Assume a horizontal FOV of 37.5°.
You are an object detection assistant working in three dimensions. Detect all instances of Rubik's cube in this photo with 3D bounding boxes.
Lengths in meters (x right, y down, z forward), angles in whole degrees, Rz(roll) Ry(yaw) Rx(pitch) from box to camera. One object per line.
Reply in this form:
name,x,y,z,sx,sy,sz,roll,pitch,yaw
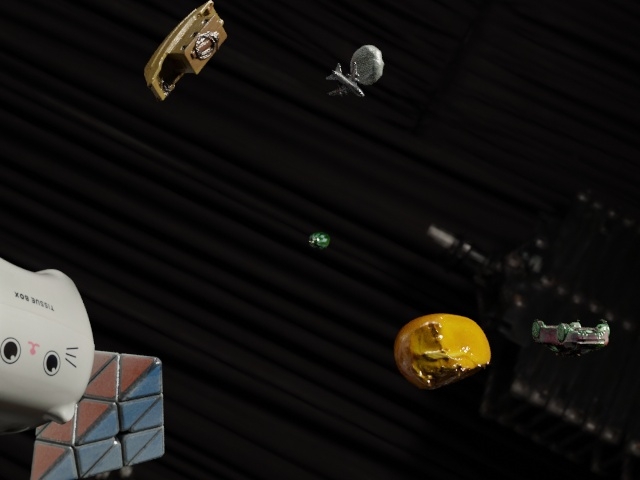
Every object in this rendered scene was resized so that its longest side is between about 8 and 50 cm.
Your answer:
Rubik's cube,-0.410,0.318,1.750,0.228,0.234,0.228,-174,-96,-82

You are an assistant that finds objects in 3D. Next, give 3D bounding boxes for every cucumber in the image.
cucumber,0.000,0.000,1.935,0.039,0.039,0.168,-62,176,4

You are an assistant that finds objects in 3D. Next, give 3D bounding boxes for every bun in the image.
bun,0.097,-0.357,1.928,0.045,0.083,0.083,5,120,-46

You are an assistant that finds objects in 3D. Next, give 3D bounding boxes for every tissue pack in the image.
tissue pack,-0.481,0.147,1.304,0.230,0.235,0.333,-26,150,19

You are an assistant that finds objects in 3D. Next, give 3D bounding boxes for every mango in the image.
mango,0.213,0.192,1.657,0.252,0.154,0.126,9,67,-68

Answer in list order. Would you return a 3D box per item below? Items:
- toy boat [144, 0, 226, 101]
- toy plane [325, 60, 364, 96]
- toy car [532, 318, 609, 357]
toy boat,-0.214,-0.303,1.509,0.200,0.077,0.057,-57,137,-27
toy plane,0.052,-0.299,1.793,0.078,0.083,0.031,-51,167,6
toy car,0.349,0.137,1.327,0.142,0.069,0.055,165,-75,-79
